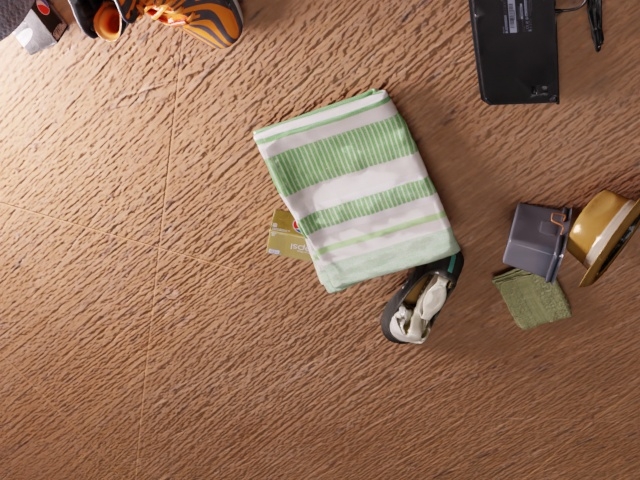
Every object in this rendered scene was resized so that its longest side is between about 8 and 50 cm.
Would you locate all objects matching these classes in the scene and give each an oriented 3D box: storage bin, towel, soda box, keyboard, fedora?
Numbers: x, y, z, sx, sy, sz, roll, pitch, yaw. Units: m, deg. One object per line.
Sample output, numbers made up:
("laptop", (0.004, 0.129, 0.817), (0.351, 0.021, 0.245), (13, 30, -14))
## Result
("storage bin", (0.358, -0.006, 1.645), (0.091, 0.135, 0.098), (15, 134, 8))
("towel", (0.059, -0.075, 1.631), (0.248, 0.038, 0.325), (-18, 118, 16))
("soda box", (0.000, 0.000, 1.747), (0.181, 0.061, 0.058), (11, 132, -1))
("keyboard", (0.314, -0.330, 1.419), (0.201, 0.033, 0.317), (1, 133, 17))
("towel", (0.386, 0.099, 1.802), (0.110, 0.027, 0.148), (-20, 125, 23))
("soda box", (-0.457, -0.365, 1.491), (0.060, 0.053, 0.169), (-18, 127, 23))
("fedora", (0.458, -0.017, 1.615), (0.079, 0.194, 0.194), (37, 136, 19))

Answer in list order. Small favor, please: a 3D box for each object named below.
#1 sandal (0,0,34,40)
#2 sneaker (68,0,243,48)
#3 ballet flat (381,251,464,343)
("sandal", (-0.443, -0.376, 1.422), (0.254, 0.054, 0.097), (-46, 130, 1))
("sneaker", (-0.242, -0.326, 1.374), (0.124, 0.180, 0.321), (-12, 146, 38))
("ballet flat", (0.176, 0.121, 1.807), (0.095, 0.096, 0.280), (16, 133, -7))
